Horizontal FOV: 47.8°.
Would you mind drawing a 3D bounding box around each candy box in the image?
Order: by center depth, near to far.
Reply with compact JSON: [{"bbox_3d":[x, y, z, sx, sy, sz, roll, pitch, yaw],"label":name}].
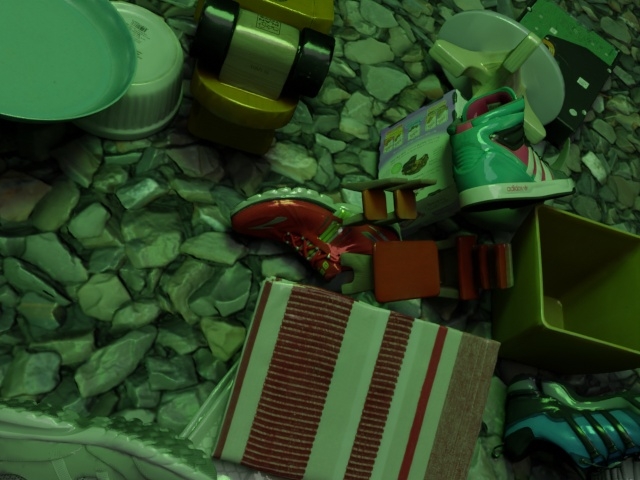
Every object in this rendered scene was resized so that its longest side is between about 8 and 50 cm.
[{"bbox_3d":[0.176,-0.125,1.190,0.070,0.164,0.196,31,50,-34],"label":"candy box"}]

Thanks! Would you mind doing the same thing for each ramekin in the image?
[{"bbox_3d":[-0.309,-0.268,1.110,0.207,0.109,0.207,10,58,-17],"label":"ramekin"}]

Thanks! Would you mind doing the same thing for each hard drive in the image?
[{"bbox_3d":[0.487,-0.373,1.535,0.237,0.064,0.339,38,55,2],"label":"hard drive"}]

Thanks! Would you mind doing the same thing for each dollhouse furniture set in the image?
[{"bbox_3d":[0.157,0.041,1.048,0.259,0.135,0.262,-2,88,-48],"label":"dollhouse furniture set"}]

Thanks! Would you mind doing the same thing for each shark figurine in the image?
[{"bbox_3d":[0.377,-0.074,1.286,0.278,0.116,0.166,-24,74,-30],"label":"shark figurine"}]

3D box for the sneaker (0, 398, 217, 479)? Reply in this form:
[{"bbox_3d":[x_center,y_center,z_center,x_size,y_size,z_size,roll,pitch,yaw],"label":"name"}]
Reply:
[{"bbox_3d":[-0.257,0.262,0.825,0.281,0.105,0.115,12,85,4],"label":"sneaker"}]

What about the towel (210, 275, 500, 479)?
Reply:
[{"bbox_3d":[0.051,0.199,0.917,0.328,0.037,0.237,17,84,-11],"label":"towel"}]

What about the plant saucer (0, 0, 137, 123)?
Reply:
[{"bbox_3d":[-0.402,-0.269,0.949,0.317,0.044,0.318,18,49,-23],"label":"plant saucer"}]

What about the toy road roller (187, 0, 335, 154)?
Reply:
[{"bbox_3d":[-0.112,-0.293,1.148,0.202,0.241,0.330,16,42,-14],"label":"toy road roller"}]

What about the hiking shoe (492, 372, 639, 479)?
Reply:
[{"bbox_3d":[0.411,0.286,1.033,0.304,0.113,0.132,4,62,31],"label":"hiking shoe"}]

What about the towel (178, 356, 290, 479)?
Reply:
[{"bbox_3d":[-0.025,0.300,0.933,0.317,0.053,0.332,37,55,0],"label":"towel"}]

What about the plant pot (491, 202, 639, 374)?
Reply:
[{"bbox_3d":[0.380,0.102,1.135,0.212,0.187,0.212,16,56,-13],"label":"plant pot"}]

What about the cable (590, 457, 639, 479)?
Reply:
[{"bbox_3d":[0.536,0.382,1.099,0.257,0.089,0.257,7,57,-19],"label":"cable"}]

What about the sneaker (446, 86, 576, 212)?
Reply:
[{"bbox_3d":[0.288,-0.140,1.104,0.295,0.123,0.179,-6,84,-51],"label":"sneaker"}]

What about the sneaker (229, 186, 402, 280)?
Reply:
[{"bbox_3d":[0.000,0.000,1.089,0.278,0.107,0.118,10,63,-17],"label":"sneaker"}]

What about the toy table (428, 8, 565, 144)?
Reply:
[{"bbox_3d":[0.316,-0.293,1.327,0.274,0.252,0.161,31,37,7],"label":"toy table"}]
